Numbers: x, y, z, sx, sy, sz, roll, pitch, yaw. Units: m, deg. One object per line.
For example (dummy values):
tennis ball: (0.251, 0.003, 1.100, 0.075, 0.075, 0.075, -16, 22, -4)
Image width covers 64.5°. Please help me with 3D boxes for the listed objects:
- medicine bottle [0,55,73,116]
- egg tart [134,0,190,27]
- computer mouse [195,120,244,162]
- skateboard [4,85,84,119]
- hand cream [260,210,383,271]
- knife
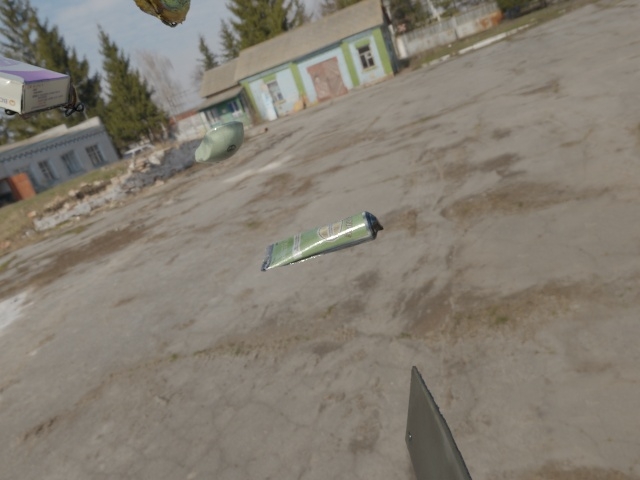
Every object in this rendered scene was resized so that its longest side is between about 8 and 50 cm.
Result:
medicine bottle: (-0.489, -0.237, 0.728, 0.201, 0.052, 0.171, 16, 18, -9)
egg tart: (-0.377, -0.606, 1.114, 0.095, 0.279, 0.279, -9, 19, 15)
computer mouse: (-0.217, -0.198, 1.091, 0.089, 0.056, 0.181, -19, -1, -30)
skateboard: (-0.568, -0.286, 1.056, 0.151, 0.080, 0.067, -11, 62, 12)
hand cream: (0.000, 0.000, 0.936, 0.235, 0.055, 0.086, -16, 28, 13)
knife: (0.065, 0.144, 0.210, 0.019, 0.072, 0.245, -3, 22, -4)
